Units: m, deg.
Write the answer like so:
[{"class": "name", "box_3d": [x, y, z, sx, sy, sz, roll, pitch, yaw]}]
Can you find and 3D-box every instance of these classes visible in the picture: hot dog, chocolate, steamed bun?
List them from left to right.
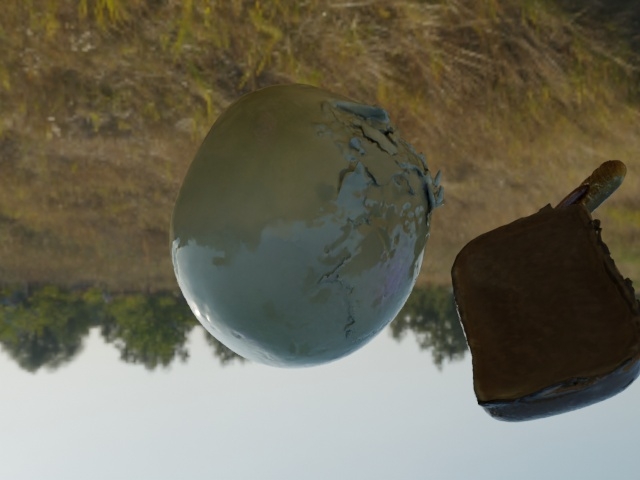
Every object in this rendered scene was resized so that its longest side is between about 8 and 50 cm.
[{"class": "steamed bun", "box_3d": [0.000, 0.000, 0.946, 0.233, 0.311, 0.334, 11, 164, 42]}, {"class": "chocolate", "box_3d": [0.215, 0.074, 0.768, 0.161, 0.083, 0.261, -19, -150, 16]}, {"class": "hot dog", "box_3d": [0.445, -0.061, 1.420, 0.047, 0.066, 0.215, 25, 131, -18]}]
